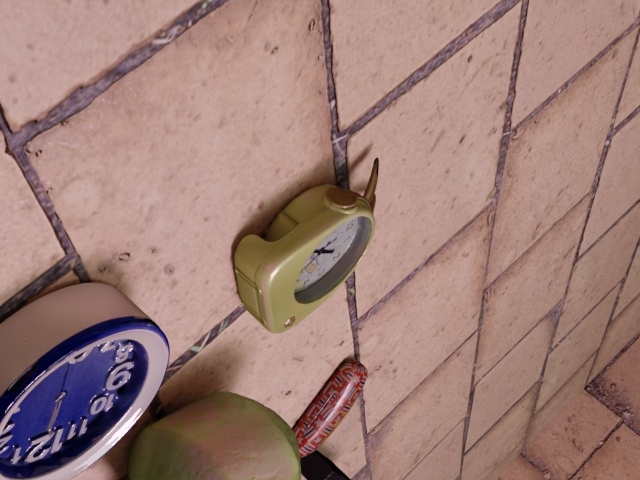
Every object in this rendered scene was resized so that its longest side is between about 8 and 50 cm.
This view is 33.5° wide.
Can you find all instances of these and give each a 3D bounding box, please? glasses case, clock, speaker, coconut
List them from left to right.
[{"bbox_3d":[-0.262,0.150,1.061,0.230,0.083,0.230,-40,157,-21],"label":"clock"},{"bbox_3d":[-0.140,0.303,1.340,0.236,0.236,0.204,-26,129,-41],"label":"coconut"},{"bbox_3d":[0.000,0.000,1.296,0.232,0.069,0.170,-40,154,-22],"label":"clock"},{"bbox_3d":[0.007,0.418,1.906,0.044,0.082,0.218,-47,155,-6],"label":"speaker"},{"bbox_3d":[0.016,0.283,1.762,0.194,0.049,0.073,-55,156,13],"label":"glasses case"}]
